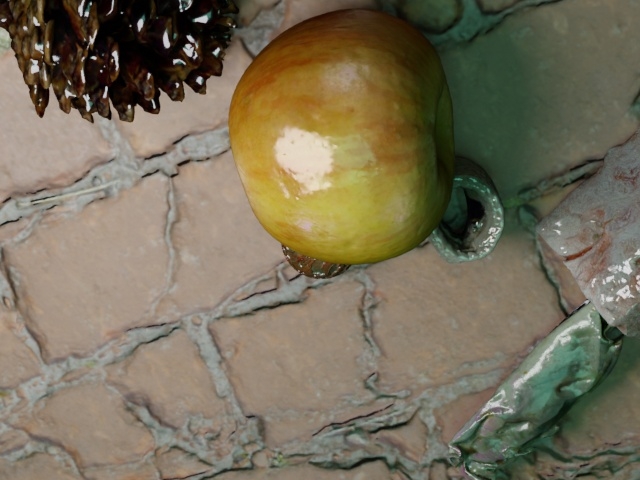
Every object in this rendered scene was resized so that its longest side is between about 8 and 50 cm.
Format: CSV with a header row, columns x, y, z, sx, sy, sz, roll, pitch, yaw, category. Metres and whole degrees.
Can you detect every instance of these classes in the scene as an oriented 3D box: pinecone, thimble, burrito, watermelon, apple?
x,y,z,sx,sy,sz,roll,pitch,yaw,category
-0.229,-0.234,1.408,0.272,0.224,0.224,6,114,-17,pinecone
0.168,-0.039,1.543,0.102,0.090,0.115,-1,111,-1,thimble
0.283,0.200,1.651,0.096,0.066,0.309,37,107,-10,burrito
0.407,0.006,1.538,0.232,0.193,0.310,-12,127,-13,watermelon
0.026,-0.113,1.417,0.233,0.286,0.286,-3,113,14,apple

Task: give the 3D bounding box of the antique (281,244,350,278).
x,y,z,sx,sy,sz,roll,pitch,yaw,category
0.000,0.000,1.560,0.104,0.104,0.104,1,113,2,antique
